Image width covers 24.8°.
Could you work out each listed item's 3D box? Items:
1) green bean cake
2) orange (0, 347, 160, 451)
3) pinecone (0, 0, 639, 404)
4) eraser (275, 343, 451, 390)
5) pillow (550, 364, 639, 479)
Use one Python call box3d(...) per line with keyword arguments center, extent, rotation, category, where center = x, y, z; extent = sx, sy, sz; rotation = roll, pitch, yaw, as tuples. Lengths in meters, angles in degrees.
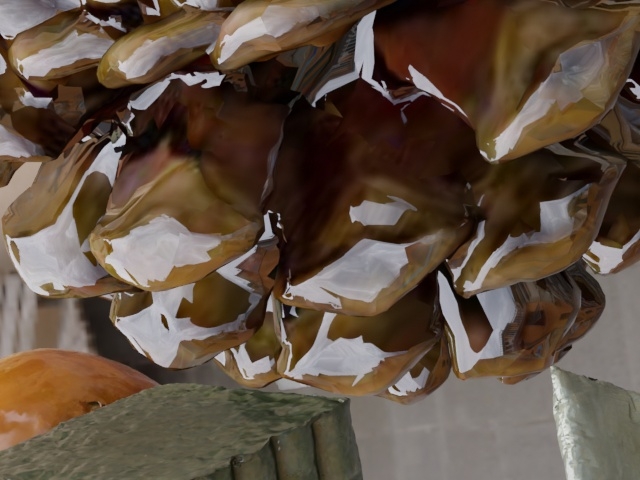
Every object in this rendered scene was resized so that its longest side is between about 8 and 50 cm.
box3d(center=(-0.089, 0.148, 0.846), extent=(0.185, 0.183, 0.094), rotation=(-8, 98, 45), category="green bean cake")
box3d(center=(-0.211, 0.228, 1.154), extent=(0.226, 0.284, 0.283), rotation=(10, 104, 53), category="orange")
box3d(center=(0.024, -0.096, 0.601), extent=(0.384, 0.384, 0.384), rotation=(175, 90, -68), category="pinecone")
box3d(center=(0.000, 0.000, 1.135), extent=(0.157, 0.038, 0.230), rotation=(-13, 105, 27), category="eraser")
box3d(center=(0.313, 0.207, 1.436), extent=(0.050, 0.230, 0.148), rotation=(-39, 49, 40), category="pillow")
